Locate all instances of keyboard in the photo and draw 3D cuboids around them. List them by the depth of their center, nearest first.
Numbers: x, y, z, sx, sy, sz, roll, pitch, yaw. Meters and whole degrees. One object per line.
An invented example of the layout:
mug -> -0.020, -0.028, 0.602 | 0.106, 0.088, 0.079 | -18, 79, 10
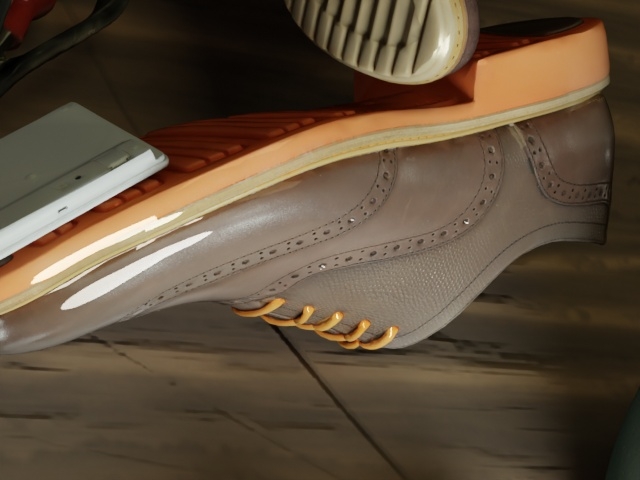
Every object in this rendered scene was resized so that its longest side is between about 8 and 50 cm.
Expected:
keyboard -> -0.180, 0.012, 0.729 | 0.256, 0.014, 0.072 | -31, 35, -29

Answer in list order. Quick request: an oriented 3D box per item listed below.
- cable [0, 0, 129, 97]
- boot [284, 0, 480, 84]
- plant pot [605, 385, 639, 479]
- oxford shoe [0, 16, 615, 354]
cable -> -0.167, -0.072, 0.850 | 0.139, 0.072, 0.287 | 20, 61, -21
boot -> 0.067, -0.157, 0.912 | 0.207, 0.090, 0.248 | 0, 37, -34
plant pot -> 0.245, 0.153, 0.870 | 0.293, 0.196, 0.293 | 18, 51, -24
oxford shoe -> 0.000, 0.000, 0.858 | 0.363, 0.130, 0.133 | -19, 105, -27
